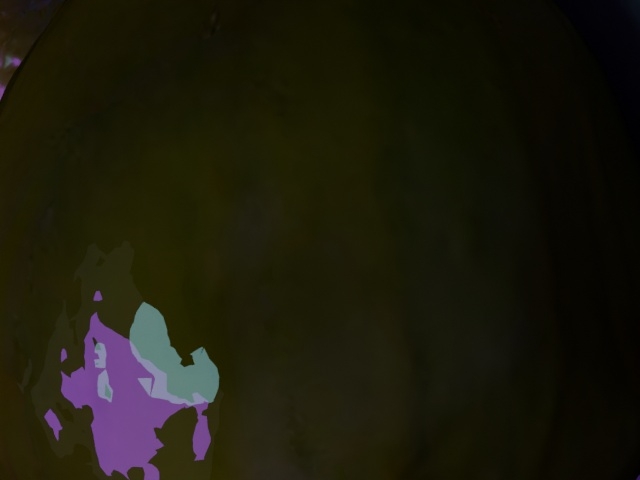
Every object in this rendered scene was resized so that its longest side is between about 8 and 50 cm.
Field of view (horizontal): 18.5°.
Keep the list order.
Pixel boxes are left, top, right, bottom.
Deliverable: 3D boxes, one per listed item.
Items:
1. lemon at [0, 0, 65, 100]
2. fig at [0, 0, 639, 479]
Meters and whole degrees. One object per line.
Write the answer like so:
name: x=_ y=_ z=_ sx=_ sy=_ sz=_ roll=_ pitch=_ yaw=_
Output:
lemon: x=-0.124 y=-0.093 z=1.121 sx=0.267 sy=0.267 sz=0.267 roll=46 pitch=148 yaw=40
fig: x=-0.011 y=0.005 z=0.873 sx=0.343 sy=0.343 sz=0.343 roll=46 pitch=148 yaw=40
